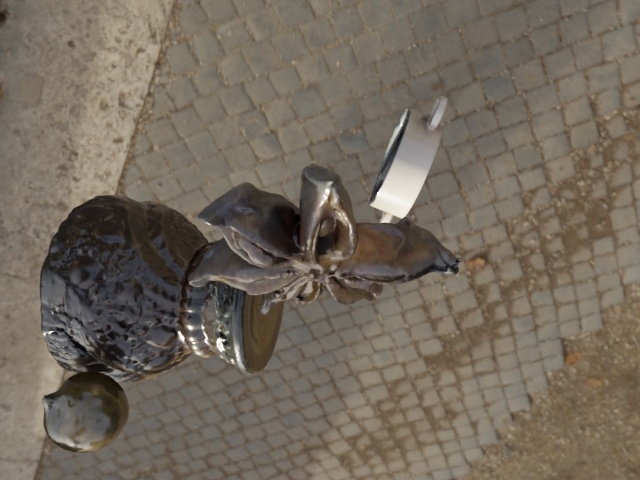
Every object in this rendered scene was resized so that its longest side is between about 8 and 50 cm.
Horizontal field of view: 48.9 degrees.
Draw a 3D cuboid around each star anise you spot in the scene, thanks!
[{"bbox_3d":[-0.012,0.006,0.527,0.172,0.063,0.208,-22,151,30],"label":"star anise"}]

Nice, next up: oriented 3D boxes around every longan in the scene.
[{"bbox_3d":[-0.292,0.211,0.870,0.113,0.092,0.113,-11,138,-10],"label":"longan"}]

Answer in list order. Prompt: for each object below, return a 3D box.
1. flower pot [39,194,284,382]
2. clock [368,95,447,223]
[{"bbox_3d":[-0.199,0.073,0.977,0.267,0.266,0.266,4,127,12],"label":"flower pot"},{"bbox_3d":[0.120,-0.114,1.021,0.063,0.155,0.229,22,128,-3],"label":"clock"}]
